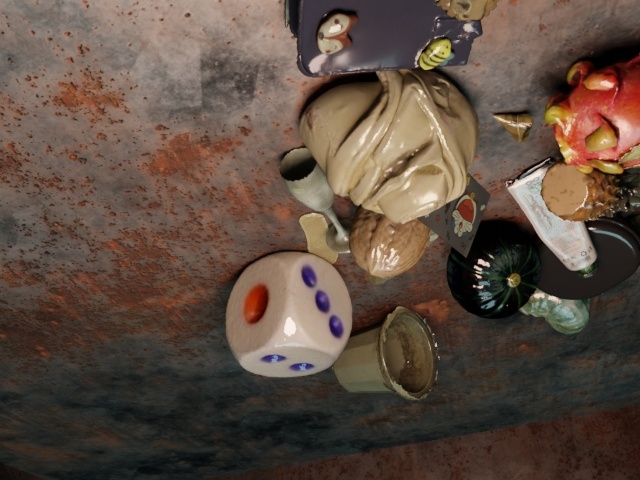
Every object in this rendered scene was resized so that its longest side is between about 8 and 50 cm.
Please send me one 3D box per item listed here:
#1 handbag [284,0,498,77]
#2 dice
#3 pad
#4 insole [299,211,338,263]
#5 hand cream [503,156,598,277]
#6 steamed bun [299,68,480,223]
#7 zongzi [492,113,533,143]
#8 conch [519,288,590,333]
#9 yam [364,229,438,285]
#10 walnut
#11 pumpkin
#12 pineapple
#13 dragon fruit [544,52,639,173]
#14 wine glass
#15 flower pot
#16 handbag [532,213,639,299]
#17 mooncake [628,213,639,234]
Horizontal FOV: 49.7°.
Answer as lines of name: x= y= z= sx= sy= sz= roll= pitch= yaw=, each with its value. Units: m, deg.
handbag: x=0.118 y=-0.392 z=1.045 sx=0.330 sy=0.121 sz=0.303 roll=-4 pitch=147 yaw=-8
dice: x=-0.081 y=0.197 z=1.802 sx=0.243 sy=0.259 sz=0.251 roll=-25 pitch=145 yaw=35
pad: x=0.303 y=-0.077 z=1.558 sx=0.006 sy=0.170 sz=0.245 roll=15 pitch=168 yaw=43
insole: x=0.000 y=0.000 z=1.739 sx=0.081 sy=0.011 sz=0.248 roll=-11 pitch=148 yaw=7
hand cream: x=0.566 y=-0.044 z=1.643 sx=0.121 sy=0.076 sz=0.336 roll=-28 pitch=115 yaw=24
steamed bun: x=0.147 y=-0.162 z=1.317 sx=0.310 sy=0.219 sz=0.324 roll=-25 pitch=144 yaw=25
zongzi: x=0.392 y=-0.232 z=1.431 sx=0.083 sy=0.040 sz=0.076 roll=3 pitch=155 yaw=5
conch: x=0.687 y=0.175 z=2.013 sx=0.277 sy=0.220 sz=0.195 roll=-17 pitch=129 yaw=-29
yam: x=0.197 y=0.021 z=1.739 sx=0.093 sy=0.093 sz=0.259 roll=10 pitch=145 yaw=-26
walnut: x=0.153 y=-0.013 z=1.537 sx=0.178 sy=0.230 sz=0.178 roll=18 pitch=144 yaw=13
pumpkin: x=0.423 y=0.067 z=1.770 sx=0.248 sy=0.248 sz=0.248 roll=-5 pitch=148 yaw=-3
pineapple: x=0.605 y=-0.120 z=1.514 sx=0.310 sy=0.170 sz=0.141 roll=-5 pitch=128 yaw=-42
dragon fruit: x=0.584 y=-0.253 z=1.290 sx=0.307 sy=0.243 sz=0.227 roll=-43 pitch=122 yaw=-12
wine glass: x=0.004 y=-0.010 z=1.488 sx=0.096 sy=0.264 sz=0.309 roll=-9 pitch=149 yaw=18
flower pot: x=0.195 y=0.372 z=2.162 sx=0.259 sy=0.290 sz=0.290 roll=-21 pitch=147 yaw=40
handbag: x=0.682 y=0.040 z=1.797 sx=0.254 sy=0.093 sz=0.308 roll=32 pitch=136 yaw=-13
mooncake: x=0.875 y=-0.002 z=1.832 sx=0.168 sy=0.104 sz=0.175 roll=-27 pitch=147 yaw=18
